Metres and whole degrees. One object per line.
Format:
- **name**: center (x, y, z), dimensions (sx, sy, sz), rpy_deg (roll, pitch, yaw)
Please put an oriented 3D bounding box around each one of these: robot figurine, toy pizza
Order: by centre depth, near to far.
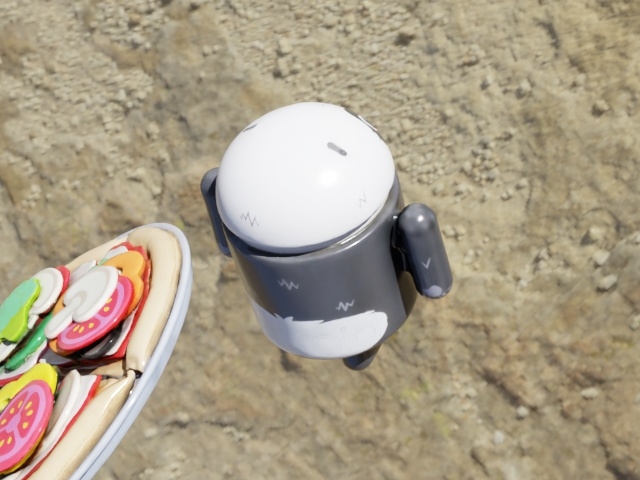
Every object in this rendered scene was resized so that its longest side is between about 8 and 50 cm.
- **toy pizza**: center (-0.138, 0.066, 0.513), dimensions (0.201, 0.201, 0.032), rpy_deg (-28, 122, 37)
- **robot figurine**: center (0.003, -0.001, 1.039), dimensions (0.209, 0.173, 0.278), rpy_deg (-17, 133, -1)
